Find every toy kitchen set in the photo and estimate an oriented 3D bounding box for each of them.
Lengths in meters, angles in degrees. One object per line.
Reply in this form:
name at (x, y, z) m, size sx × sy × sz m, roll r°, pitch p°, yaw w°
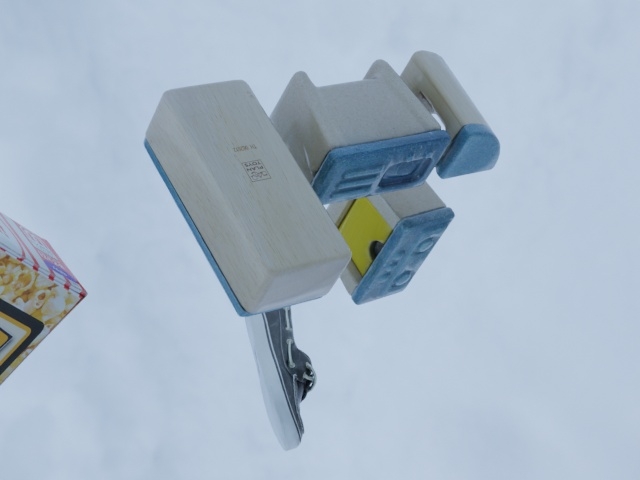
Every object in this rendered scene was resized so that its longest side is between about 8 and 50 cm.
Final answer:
toy kitchen set at (0.000, 0.000, 0.929) m, size 0.207 × 0.122 × 0.166 m, roll -13°, pitch 150°, yaw -35°

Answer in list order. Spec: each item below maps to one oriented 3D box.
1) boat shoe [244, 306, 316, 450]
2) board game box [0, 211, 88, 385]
boat shoe at (-0.043, 0.165, 2.087) m, size 0.070 × 0.219 × 0.078 m, roll -10°, pitch 143°, yaw -8°
board game box at (-0.210, 0.053, 0.668) m, size 0.193 × 0.045 × 0.147 m, roll -46°, pitch 142°, yaw 3°
